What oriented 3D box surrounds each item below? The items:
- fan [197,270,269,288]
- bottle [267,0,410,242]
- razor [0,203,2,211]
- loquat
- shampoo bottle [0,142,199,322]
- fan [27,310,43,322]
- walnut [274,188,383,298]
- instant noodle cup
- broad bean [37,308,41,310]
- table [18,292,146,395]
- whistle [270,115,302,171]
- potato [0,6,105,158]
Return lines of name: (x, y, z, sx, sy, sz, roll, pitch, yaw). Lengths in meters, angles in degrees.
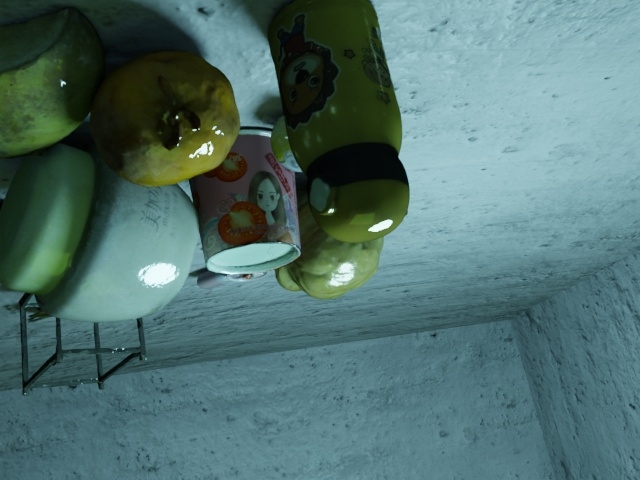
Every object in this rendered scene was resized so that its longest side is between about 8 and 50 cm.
fan: (-0.269, 0.099, 1.884, 0.244, 0.074, 0.130, -20, 159, 27)
bottle: (0.034, -0.167, 0.889, 0.171, 0.351, 0.171, -10, 160, -4)
razor: (-0.723, -0.015, 1.280, 0.327, 0.107, 0.189, 11, 152, -44)
loquat: (-0.234, -0.183, 0.944, 0.238, 0.193, 0.238, -14, -173, 2)
shampoo bottle: (-0.398, -0.010, 1.130, 0.317, 0.322, 0.322, 23, 143, -39)
fan: (-0.839, 0.232, 2.000, 0.335, 0.011, 0.229, -17, 171, 34)
walnut: (-0.001, -0.002, 1.445, 0.277, 0.282, 0.253, -18, 160, -46)
instant noodle cup: (-0.150, -0.066, 1.258, 0.243, 0.231, 0.243, -8, 161, -3)
broad bean: (-0.756, 0.165, 1.862, 0.297, 0.043, 0.060, -24, 147, 37)
table: (-0.639, 0.233, 1.647, 0.222, 0.272, 0.335, 5, 153, -37)
whistle: (-0.022, -0.180, 1.198, 0.123, 0.123, 0.223, -16, 174, 16)
potato: (-0.420, -0.222, 0.873, 0.255, 0.112, 0.269, -23, 159, 29)
